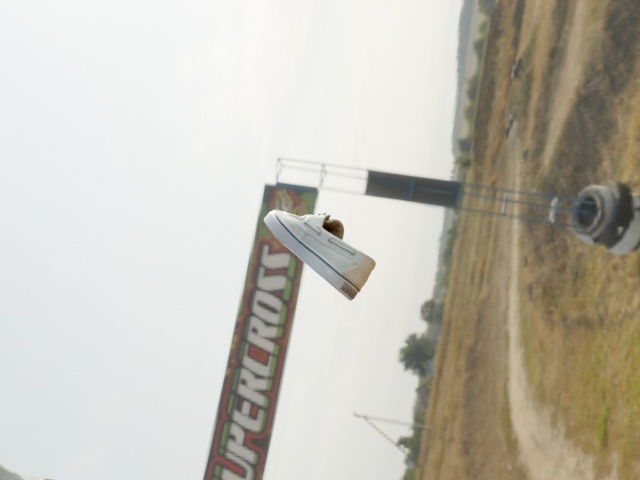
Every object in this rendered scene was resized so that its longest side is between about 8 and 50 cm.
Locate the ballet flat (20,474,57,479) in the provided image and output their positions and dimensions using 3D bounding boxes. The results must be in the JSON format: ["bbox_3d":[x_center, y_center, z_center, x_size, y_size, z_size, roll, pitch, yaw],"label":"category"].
[{"bbox_3d":[-0.429,0.384,0.739,0.164,0.182,0.483,61,-157,-5],"label":"ballet flat"}]

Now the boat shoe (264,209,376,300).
[{"bbox_3d":[0.000,0.000,0.466,0.035,0.100,0.035,-49,-50,-2],"label":"boat shoe"}]

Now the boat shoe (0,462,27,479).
[{"bbox_3d":[-0.220,0.321,0.643,0.121,0.335,0.119,-36,-29,-41],"label":"boat shoe"}]
